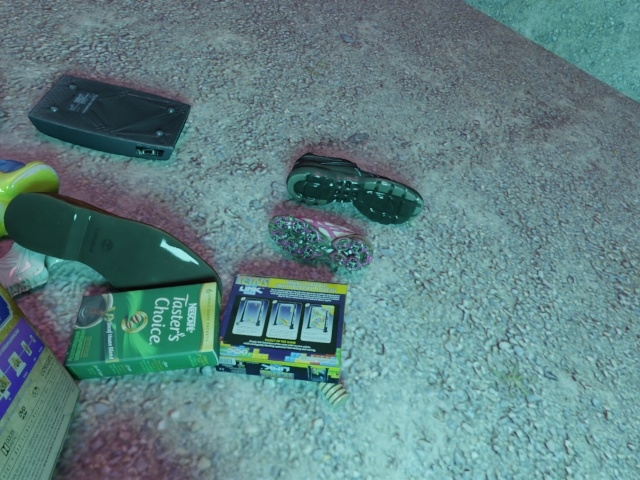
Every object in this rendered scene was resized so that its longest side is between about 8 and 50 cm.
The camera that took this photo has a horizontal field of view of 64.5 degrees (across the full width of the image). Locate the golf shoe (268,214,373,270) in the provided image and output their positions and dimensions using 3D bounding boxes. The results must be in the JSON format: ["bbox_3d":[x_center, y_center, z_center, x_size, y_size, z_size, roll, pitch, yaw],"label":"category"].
[{"bbox_3d":[0.000,0.000,0.877,0.186,0.068,0.086,19,17,1],"label":"golf shoe"}]

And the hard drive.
[{"bbox_3d":[-0.392,-0.233,0.971,0.254,0.054,0.172,12,44,-8],"label":"hard drive"}]

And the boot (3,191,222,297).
[{"bbox_3d":[-0.278,0.009,0.740,0.305,0.112,0.115,27,8,-8],"label":"boot"}]

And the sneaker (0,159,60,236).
[{"bbox_3d":[-0.511,-0.046,0.739,0.126,0.091,0.240,18,41,27],"label":"sneaker"}]

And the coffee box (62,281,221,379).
[{"bbox_3d":[-0.223,0.115,0.660,0.184,0.040,0.113,-5,46,-2],"label":"coffee box"}]

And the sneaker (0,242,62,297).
[{"bbox_3d":[-0.411,0.046,0.688,0.061,0.054,0.152,22,43,-1],"label":"sneaker"}]

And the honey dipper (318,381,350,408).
[{"bbox_3d":[-0.017,0.167,0.723,0.030,0.031,0.161,-19,51,-33],"label":"honey dipper"}]

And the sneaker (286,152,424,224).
[{"bbox_3d":[0.072,-0.112,0.978,0.267,0.101,0.106,15,41,-5],"label":"sneaker"}]

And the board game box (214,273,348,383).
[{"bbox_3d":[-0.051,0.121,0.714,0.170,0.048,0.141,6,45,4],"label":"board game box"}]

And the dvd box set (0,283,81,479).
[{"bbox_3d":[-0.356,0.045,0.397,0.062,0.421,0.307,-30,19,-9],"label":"dvd box set"}]
